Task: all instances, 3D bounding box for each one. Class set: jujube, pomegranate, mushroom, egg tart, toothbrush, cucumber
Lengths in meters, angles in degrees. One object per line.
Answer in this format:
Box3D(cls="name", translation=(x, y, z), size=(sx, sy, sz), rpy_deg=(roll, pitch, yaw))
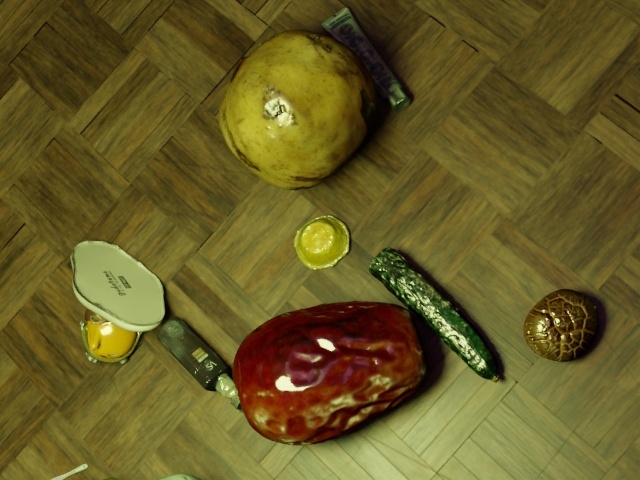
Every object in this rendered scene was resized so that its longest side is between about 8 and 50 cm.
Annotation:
Box3D(cls="jujube", translation=(0.015, 0.213, 1.857), size=(0.318, 0.223, 0.223), rpy_deg=(-17, 72, 4))
Box3D(cls="pomegranate", translation=(-0.041, -0.226, 1.948), size=(0.281, 0.281, 0.281), rpy_deg=(-4, 75, 16))
Box3D(cls="mushroom", translation=(0.388, 0.136, 1.815), size=(0.109, 0.085, 0.126), rpy_deg=(38, 78, 24))
Box3D(cls="egg tart", translation=(0.000, 0.000, 1.995), size=(0.105, 0.039, 0.105), rpy_deg=(-5, 73, 16))
Box3D(cls="toothbrush", translation=(-0.479, 0.435, 2.045), size=(0.131, 0.013, 0.011), rpy_deg=(-26, 80, 8))
Box3D(cls="cucumber", translation=(0.201, 0.125, 1.889), size=(0.067, 0.067, 0.293), rpy_deg=(-46, 69, 2))

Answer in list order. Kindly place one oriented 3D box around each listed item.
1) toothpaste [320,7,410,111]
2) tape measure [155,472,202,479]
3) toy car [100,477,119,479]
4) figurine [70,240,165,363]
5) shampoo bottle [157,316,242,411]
Box3D(cls="toothpaste", translation=(0.084, -0.331, 2.054), size=(0.062, 0.039, 0.239), rpy_deg=(-35, 67, 1))
Box3D(cls="tape measure", translation=(-0.211, 0.501, 1.821), size=(0.125, 0.243, 0.246), rpy_deg=(-18, 72, 11))
Box3D(cls="toy car", translation=(-0.371, 0.499, 1.924), size=(0.248, 0.204, 0.198), rpy_deg=(32, 64, 20))
Box3D(cls="figurine", translation=(-0.386, 0.127, 2.063), size=(0.250, 0.166, 0.141), rpy_deg=(56, 135, 45))
Box3D(cls="shampoo bottle", translation=(-0.203, 0.222, 1.992), size=(0.057, 0.063, 0.207), rpy_deg=(-44, 66, -8))
